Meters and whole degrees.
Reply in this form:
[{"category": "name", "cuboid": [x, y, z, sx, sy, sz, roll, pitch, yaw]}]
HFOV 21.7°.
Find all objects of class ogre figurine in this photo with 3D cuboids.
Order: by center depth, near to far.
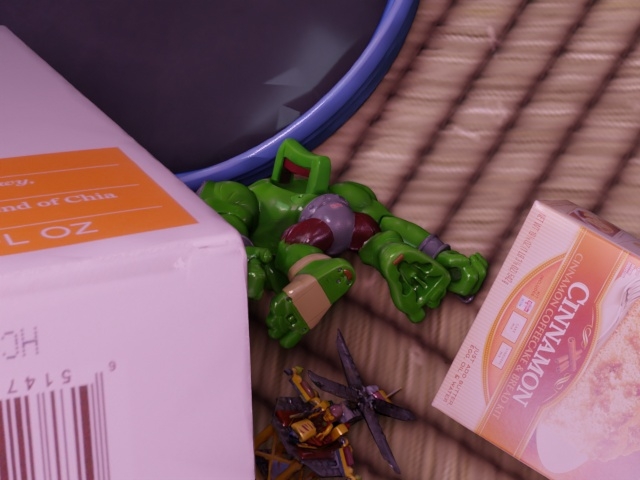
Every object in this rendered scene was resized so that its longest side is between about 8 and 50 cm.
[{"category": "ogre figurine", "cuboid": [0.000, 0.000, 1.038, 0.197, 0.096, 0.118, -18, 40, -23]}]

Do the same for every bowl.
[{"category": "bowl", "cuboid": [-0.111, -0.206, 1.164, 0.391, 0.077, 0.391, -4, 72, 12]}]

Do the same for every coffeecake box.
[{"category": "coffeecake box", "cuboid": [0.182, 0.081, 0.981, 0.185, 0.068, 0.142, 31, 104, 20]}]

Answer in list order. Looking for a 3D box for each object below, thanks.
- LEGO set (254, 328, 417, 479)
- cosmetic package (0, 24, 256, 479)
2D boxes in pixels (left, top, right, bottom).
[{"category": "LEGO set", "cuboid": [-0.003, 0.190, 0.914, 0.192, 0.255, 0.331, -44, 53, 27]}, {"category": "cosmetic package", "cuboid": [-0.213, 0.018, 0.851, 0.230, 0.453, 0.161, -9, 111, -21]}]
